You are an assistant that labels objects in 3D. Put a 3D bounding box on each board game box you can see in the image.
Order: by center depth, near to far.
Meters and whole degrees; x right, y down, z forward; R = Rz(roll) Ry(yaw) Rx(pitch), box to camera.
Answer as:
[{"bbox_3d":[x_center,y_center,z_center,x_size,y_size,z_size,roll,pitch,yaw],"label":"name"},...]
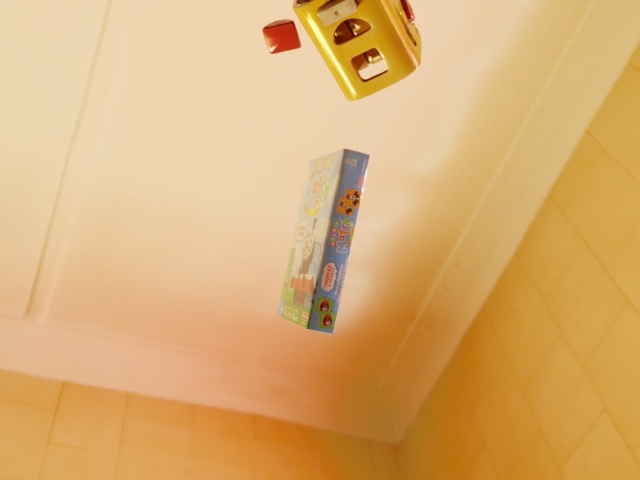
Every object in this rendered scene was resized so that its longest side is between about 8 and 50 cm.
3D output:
[{"bbox_3d":[0.000,0.000,0.973,0.039,0.160,0.211,13,-93,-15],"label":"board game box"}]

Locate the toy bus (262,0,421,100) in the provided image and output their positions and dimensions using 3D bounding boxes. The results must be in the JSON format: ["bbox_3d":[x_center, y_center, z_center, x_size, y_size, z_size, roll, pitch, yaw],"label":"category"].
[{"bbox_3d":[0.023,-0.241,0.785,0.202,0.104,0.191,14,-52,-4],"label":"toy bus"}]
